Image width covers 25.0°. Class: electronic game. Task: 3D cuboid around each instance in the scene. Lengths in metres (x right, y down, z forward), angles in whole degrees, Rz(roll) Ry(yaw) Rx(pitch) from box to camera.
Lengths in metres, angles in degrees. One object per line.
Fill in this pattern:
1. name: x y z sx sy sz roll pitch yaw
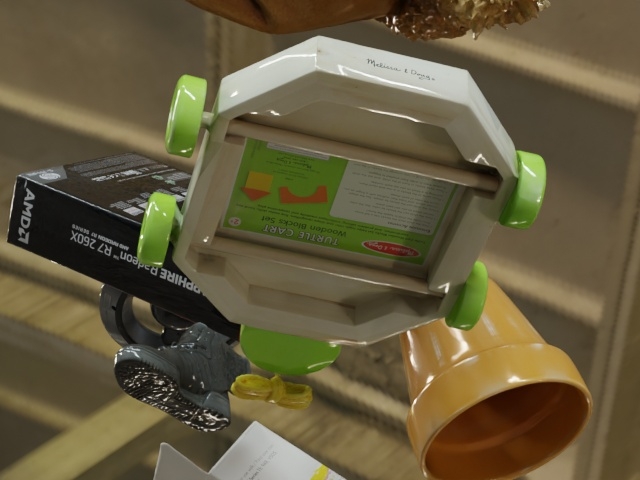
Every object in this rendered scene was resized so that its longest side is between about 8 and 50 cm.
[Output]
1. electronic game: -0.189 0.084 1.985 0.048 0.229 0.229 -104 -159 -48

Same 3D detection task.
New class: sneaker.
1. sneaker: -0.120 0.108 1.270 0.051 0.089 0.170 -22 -41 26

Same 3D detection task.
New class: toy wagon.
1. toy wagon: 0.000 0.000 1.090 0.267 0.068 0.344 12 -44 -10

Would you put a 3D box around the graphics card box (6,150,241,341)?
1. graphics card box: -0.145 0.003 1.663 0.371 0.233 0.094 22 -70 23

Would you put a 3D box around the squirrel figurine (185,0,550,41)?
1. squirrel figurine: 0.071 -0.369 1.422 0.397 0.281 0.370 28 -29 -5

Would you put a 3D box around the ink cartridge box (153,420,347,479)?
1. ink cartridge box: -0.048 0.380 1.882 0.353 0.119 0.207 31 -45 15

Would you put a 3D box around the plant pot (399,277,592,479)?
1. plant pot: 0.178 0.149 1.648 0.205 0.205 0.188 112 -34 -42
